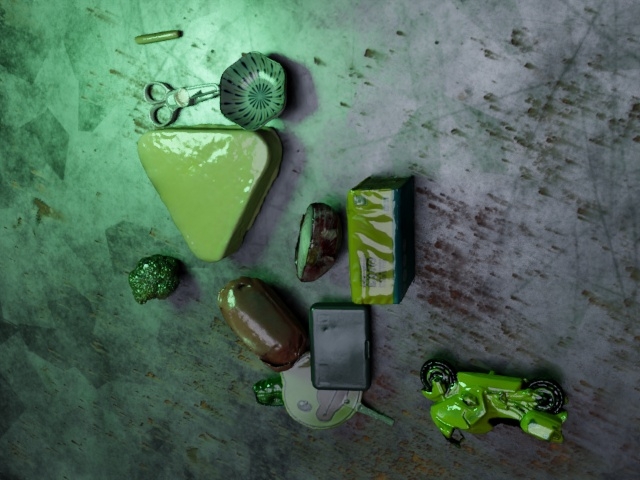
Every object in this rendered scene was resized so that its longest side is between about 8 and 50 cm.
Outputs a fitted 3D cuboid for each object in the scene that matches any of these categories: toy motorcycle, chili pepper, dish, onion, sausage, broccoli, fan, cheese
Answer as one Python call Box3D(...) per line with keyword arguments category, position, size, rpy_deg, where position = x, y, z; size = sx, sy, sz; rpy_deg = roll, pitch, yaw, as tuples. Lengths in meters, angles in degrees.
Box3D(category="toy motorcycle", position=(0.399, 0.401, 1.441), size=(0.342, 0.142, 0.206), rpy_deg=(5, 108, 22))
Box3D(category="chili pepper", position=(-0.072, 0.399, 1.665), size=(0.224, 0.061, 0.098), rpy_deg=(-16, 96, 5))
Box3D(category="dish", position=(-0.152, -0.353, 1.470), size=(0.190, 0.066, 0.191), rpy_deg=(-1, 87, 21))
Box3D(category="onion", position=(0.000, 0.000, 1.509), size=(0.098, 0.151, 0.206), rpy_deg=(5, 123, -15))
Box3D(category="sausage", position=(-0.153, 0.213, 1.595), size=(0.280, 0.152, 0.152), rpy_deg=(46, 116, 7))
Box3D(category="broccoli", position=(-0.470, 0.107, 1.709), size=(0.162, 0.146, 0.138), rpy_deg=(-10, 135, 6))
Box3D(category="sausage", position=(-0.418, -0.521, 1.560), size=(0.132, 0.024, 0.024), rpy_deg=(-1, 105, 23))
Box3D(category="fan", position=(0.044, 0.413, 1.621), size=(0.334, 0.011, 0.230), rpy_deg=(24, 99, 1))
Box3D(category="cheese", position=(-0.252, -0.167, 1.552), size=(0.383, 0.104, 0.384), rpy_deg=(6, 107, 20))

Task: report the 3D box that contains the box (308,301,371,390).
Box3D(category="box", position=(0.051, 0.273, 1.565), size=(0.160, 0.050, 0.230), rpy_deg=(0, 100, 7))

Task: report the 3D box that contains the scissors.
Box3D(category="scissors", position=(-0.354, -0.371, 1.574), size=(0.242, 0.030, 0.118), rpy_deg=(-8, 102, 27))

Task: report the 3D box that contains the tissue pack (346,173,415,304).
Box3D(category="tissue pack", position=(0.140, -0.006, 1.398), size=(0.134, 0.192, 0.271), rpy_deg=(3, 105, 19))
